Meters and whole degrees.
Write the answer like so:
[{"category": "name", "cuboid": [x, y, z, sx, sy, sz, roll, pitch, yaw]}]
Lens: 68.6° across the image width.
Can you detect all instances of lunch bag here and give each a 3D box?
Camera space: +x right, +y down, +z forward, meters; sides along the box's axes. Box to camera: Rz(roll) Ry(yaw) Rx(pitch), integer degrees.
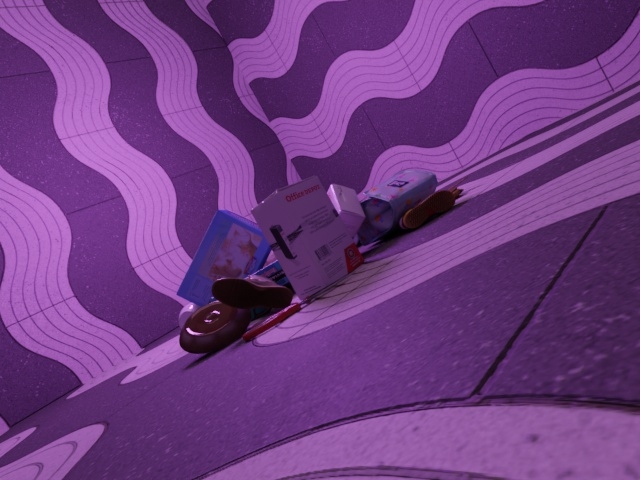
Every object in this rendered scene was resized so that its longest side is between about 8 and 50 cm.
[{"category": "lunch bag", "cuboid": [0.237, -0.118, 1.527, 0.223, 0.160, 0.262, -29, -7, -28]}]

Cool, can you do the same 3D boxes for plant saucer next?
[{"category": "plant saucer", "cuboid": [-0.280, 0.213, 1.224, 0.198, 0.036, 0.198, -13, 29, 7]}]

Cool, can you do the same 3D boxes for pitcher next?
[{"category": "pitcher", "cuboid": [-0.475, 0.275, 1.875, 0.125, 0.178, 0.207, 13, 7, 10]}]

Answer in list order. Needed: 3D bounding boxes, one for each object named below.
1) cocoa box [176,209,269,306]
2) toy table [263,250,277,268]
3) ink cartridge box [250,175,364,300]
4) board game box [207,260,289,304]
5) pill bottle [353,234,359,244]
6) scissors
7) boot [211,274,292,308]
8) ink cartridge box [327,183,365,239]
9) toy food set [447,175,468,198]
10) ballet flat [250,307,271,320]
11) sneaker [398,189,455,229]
[{"category": "cocoa box", "cuboid": [-0.338, 0.084, 1.753, 0.347, 0.231, 0.228, -63, 2, 3]}, {"category": "toy table", "cuboid": [-0.287, 0.131, 2.115, 0.274, 0.252, 0.161, -42, -11, -15]}, {"category": "ink cartridge box", "cuboid": [-0.030, -0.012, 1.238, 0.114, 0.273, 0.197, -27, 2, 38]}, {"category": "board game box", "cuboid": [-0.204, 0.165, 1.506, 0.336, 0.079, 0.254, -31, -8, -27]}, {"category": "pill bottle", "cuboid": [0.114, -0.023, 1.890, 0.108, 0.108, 0.193, -28, 2, 19]}, {"category": "scissors", "cuboid": [-0.044, 0.150, 1.083, 0.297, 0.021, 0.109, -28, -1, 1]}, {"category": "boot", "cuboid": [-0.198, 0.133, 1.277, 0.213, 0.077, 0.165, 9, 3, -21]}, {"category": "ink cartridge box", "cuboid": [0.045, -0.049, 1.510, 0.092, 0.158, 0.218, 11, -53, -21]}, {"category": "toy food set", "cuboid": [0.427, -0.140, 1.618, 0.192, 0.038, 0.132, -36, -3, -21]}, {"category": "ballet flat", "cuboid": [-0.181, 0.207, 1.351, 0.114, 0.041, 0.041, -28, 2, 32]}, {"category": "sneaker", "cuboid": [0.315, -0.093, 1.409, 0.185, 0.069, 0.084, -28, 2, -12]}]
